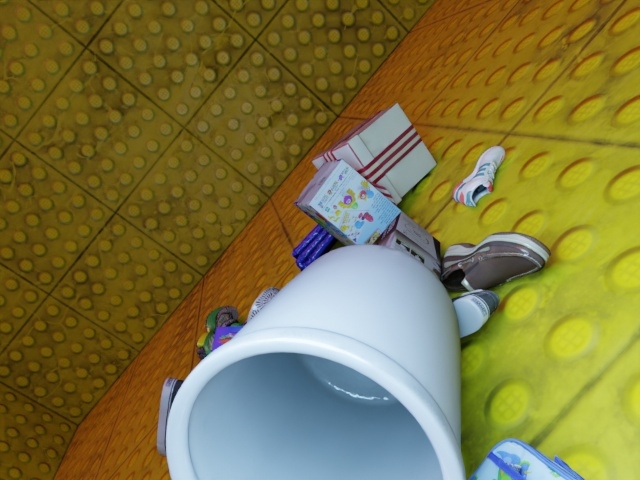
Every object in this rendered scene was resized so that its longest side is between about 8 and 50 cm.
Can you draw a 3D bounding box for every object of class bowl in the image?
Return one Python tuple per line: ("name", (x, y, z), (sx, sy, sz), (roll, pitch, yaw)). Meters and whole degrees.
("bowl", (-0.141, 0.237, 1.542), (0.080, 0.170, 0.170), (21, 66, 29))

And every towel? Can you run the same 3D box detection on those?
("towel", (0.000, 0.000, 1.558), (0.228, 0.076, 0.308), (-53, -4, -5))

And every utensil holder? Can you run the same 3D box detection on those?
("utensil holder", (0.036, 0.201, 0.694), (0.327, 0.327, 0.385), (-43, -1, 23))

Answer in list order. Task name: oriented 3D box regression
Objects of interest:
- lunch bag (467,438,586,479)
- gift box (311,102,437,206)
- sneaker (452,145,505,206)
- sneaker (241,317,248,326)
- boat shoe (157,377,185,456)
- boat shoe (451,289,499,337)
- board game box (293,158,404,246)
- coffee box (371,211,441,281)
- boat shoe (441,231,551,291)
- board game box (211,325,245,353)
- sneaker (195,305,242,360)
("lunch bag", (0.227, 0.318, 0.507), (0.176, 0.090, 0.219), (-49, 18, -5))
("gift box", (0.162, -0.206, 1.474), (0.258, 0.276, 0.255), (-41, 9, -23))
("sneaker", (0.376, -0.140, 1.137), (0.161, 0.057, 0.075), (-49, 34, 2))
("sneaker", (-0.234, 0.294, 1.748), (0.083, 0.071, 0.191), (-41, 11, 48))
("boat shoe", (-0.441, 0.563, 1.573), (0.113, 0.105, 0.306), (-78, -1, -69))
("boat shoe", (0.229, 0.146, 0.892), (0.070, 0.078, 0.219), (-23, -10, -35))
("board game box", (0.092, -0.064, 1.292), (0.144, 0.275, 0.142), (-53, 17, -8))
("coffee box", (0.147, 0.067, 1.013), (0.168, 0.119, 0.297), (-52, 0, 21))
("boat shoe", (0.293, 0.055, 0.880), (0.095, 0.095, 0.257), (-58, 7, -14))
("board game box", (-0.169, 0.382, 1.014), (0.233, 0.078, 0.347), (-103, 12, -68))
("sneaker", (-0.343, 0.341, 1.859), (0.146, 0.134, 0.343), (-22, 19, 6))
